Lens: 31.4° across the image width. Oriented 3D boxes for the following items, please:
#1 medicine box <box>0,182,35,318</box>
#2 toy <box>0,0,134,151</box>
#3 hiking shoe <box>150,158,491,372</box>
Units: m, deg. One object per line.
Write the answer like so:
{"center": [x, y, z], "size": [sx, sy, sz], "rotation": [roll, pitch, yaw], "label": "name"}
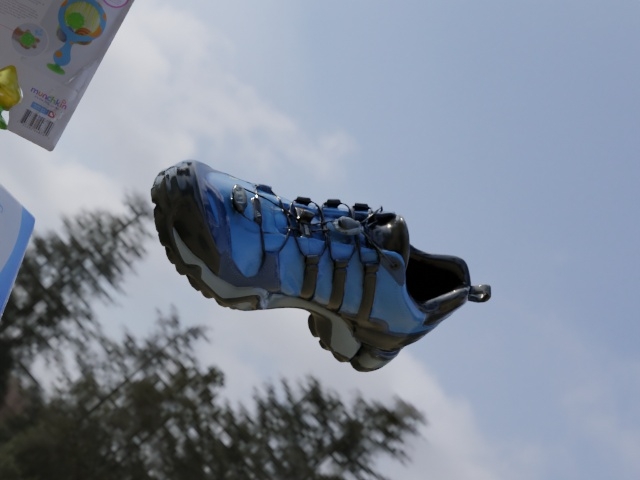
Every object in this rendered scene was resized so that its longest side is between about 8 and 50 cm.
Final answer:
{"center": [-0.444, 0.000, 1.072], "size": [0.149, 0.263, 0.289], "rotation": [-22, -51, 25], "label": "medicine box"}
{"center": [-0.265, -0.210, 1.086], "size": [0.137, 0.237, 0.056], "rotation": [27, -20, -10], "label": "toy"}
{"center": [0.000, 0.000, 0.894], "size": [0.304, 0.132, 0.113], "rotation": [29, 38, -45], "label": "hiking shoe"}
